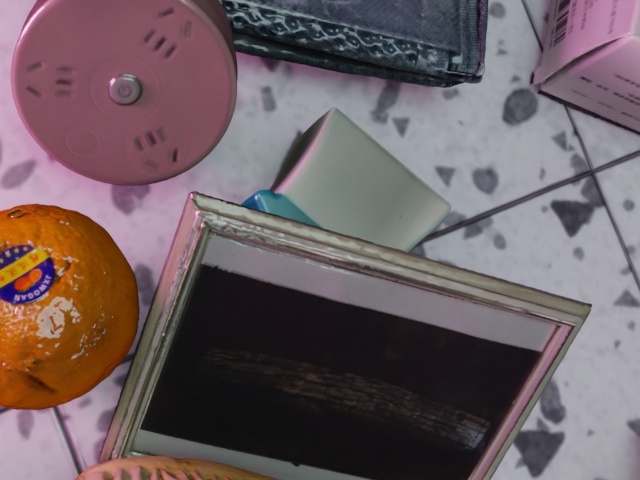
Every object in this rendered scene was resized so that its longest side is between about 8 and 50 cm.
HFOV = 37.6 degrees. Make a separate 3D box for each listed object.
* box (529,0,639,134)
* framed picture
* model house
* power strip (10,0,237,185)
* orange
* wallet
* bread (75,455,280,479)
[{"bbox_3d":[0.367,-0.173,0.826,0.332,0.145,0.173,19,74,-14],"label":"box"},{"bbox_3d":[0.015,0.104,0.660,0.293,0.018,0.231,15,116,-15],"label":"framed picture"},{"bbox_3d":[0.000,0.000,0.702,0.127,0.100,0.149,40,70,-8],"label":"model house"},{"bbox_3d":[-0.134,-0.118,0.650,0.154,0.078,0.154,-3,123,-5],"label":"power strip"},{"bbox_3d":[-0.188,0.047,0.626,0.135,0.117,0.136,5,59,-8],"label":"orange"},{"bbox_3d":[-0.031,-0.254,0.749,0.342,0.075,0.237,8,73,-14],"label":"wallet"},{"bbox_3d":[-0.068,0.228,0.635,0.236,0.106,0.140,20,89,-16],"label":"bread"}]
